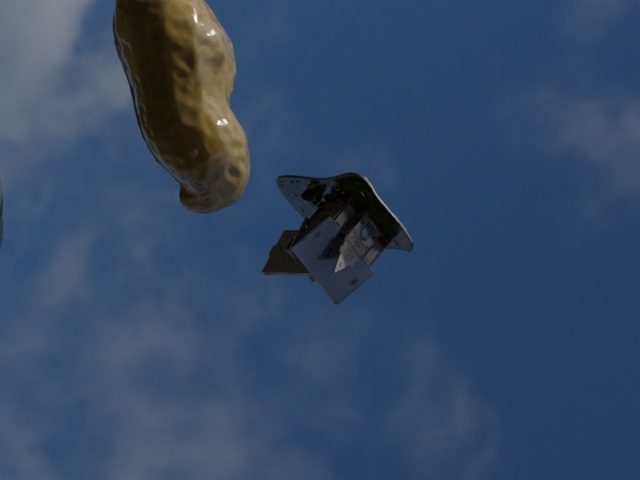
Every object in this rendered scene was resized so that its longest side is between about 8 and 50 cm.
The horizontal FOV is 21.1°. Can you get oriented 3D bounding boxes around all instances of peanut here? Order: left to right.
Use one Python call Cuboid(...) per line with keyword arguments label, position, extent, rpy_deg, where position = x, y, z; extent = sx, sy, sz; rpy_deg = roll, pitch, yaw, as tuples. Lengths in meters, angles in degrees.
Cuboid(label="peanut", position=(-0.092, -0.105, 1.191), extent=(0.080, 0.080, 0.174), rpy_deg=(-15, -87, 39))

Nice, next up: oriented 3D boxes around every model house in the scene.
Cuboid(label="model house", position=(0.000, 0.000, 1.789), extent=(0.167, 0.117, 0.088), rpy_deg=(3, -134, 53))

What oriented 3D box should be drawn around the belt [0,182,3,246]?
Cuboid(label="belt", position=(-0.340, -0.004, 1.142), extent=(0.150, 0.257, 0.207), rpy_deg=(44, -62, 34))
